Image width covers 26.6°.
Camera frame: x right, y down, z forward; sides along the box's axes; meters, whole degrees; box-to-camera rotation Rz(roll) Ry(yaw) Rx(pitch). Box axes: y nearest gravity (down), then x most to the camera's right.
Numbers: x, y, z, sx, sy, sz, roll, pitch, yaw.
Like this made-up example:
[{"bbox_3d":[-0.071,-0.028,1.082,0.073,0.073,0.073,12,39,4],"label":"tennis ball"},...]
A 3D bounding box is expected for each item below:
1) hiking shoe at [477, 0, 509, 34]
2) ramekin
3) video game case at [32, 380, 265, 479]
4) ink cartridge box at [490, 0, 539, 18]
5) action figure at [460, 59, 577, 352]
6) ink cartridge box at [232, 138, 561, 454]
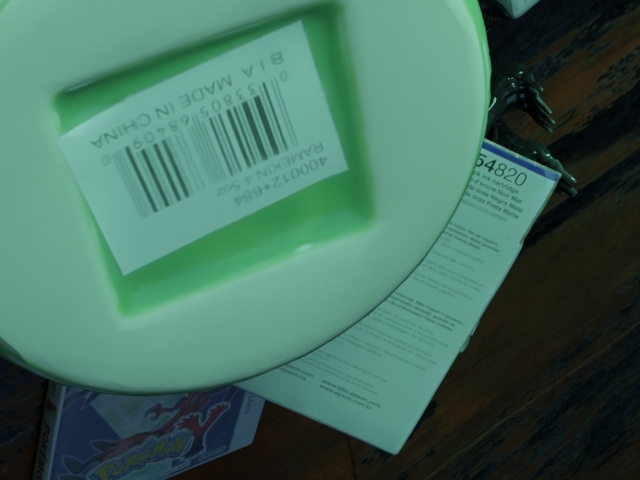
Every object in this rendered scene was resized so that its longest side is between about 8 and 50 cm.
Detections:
[{"bbox_3d":[0.066,-0.144,0.866,0.226,0.086,0.114,-26,152,-12],"label":"hiking shoe"},{"bbox_3d":[-0.068,-0.071,0.640,0.303,0.148,0.303,-14,129,-17],"label":"ramekin"},{"bbox_3d":[-0.114,0.115,0.996,0.201,0.023,0.183,-17,138,-37],"label":"video game case"},{"bbox_3d":[0.175,-0.343,0.685,0.395,0.151,0.270,-40,148,-6],"label":"ink cartridge box"},{"bbox_3d":[0.052,-0.010,0.934,0.275,0.141,0.164,-35,135,-17],"label":"action figure"},{"bbox_3d":[0.000,0.000,0.842,0.224,0.223,0.045,-61,-171,23],"label":"ink cartridge box"}]
